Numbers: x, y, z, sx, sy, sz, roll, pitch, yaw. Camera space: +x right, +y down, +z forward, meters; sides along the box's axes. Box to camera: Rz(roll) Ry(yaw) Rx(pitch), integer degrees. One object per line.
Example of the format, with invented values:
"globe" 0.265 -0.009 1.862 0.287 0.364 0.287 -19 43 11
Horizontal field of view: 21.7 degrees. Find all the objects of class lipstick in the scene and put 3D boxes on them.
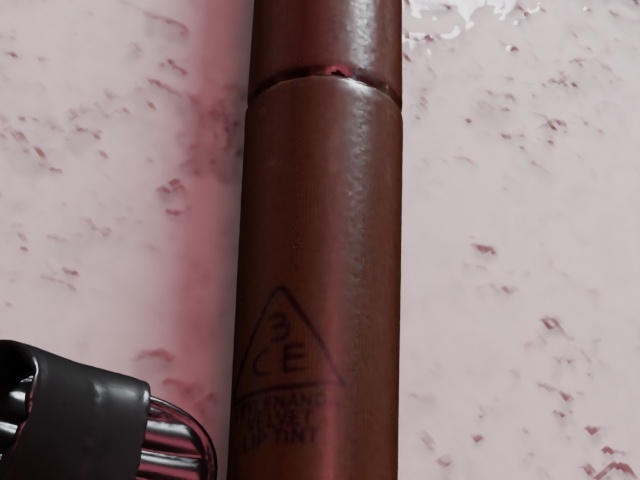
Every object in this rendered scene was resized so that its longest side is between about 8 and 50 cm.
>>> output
"lipstick" 0.000 0.000 0.557 0.057 0.057 0.356 14 60 -20

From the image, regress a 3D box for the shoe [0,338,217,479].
"shoe" -0.100 0.056 0.482 0.159 0.053 0.062 12 57 -18
